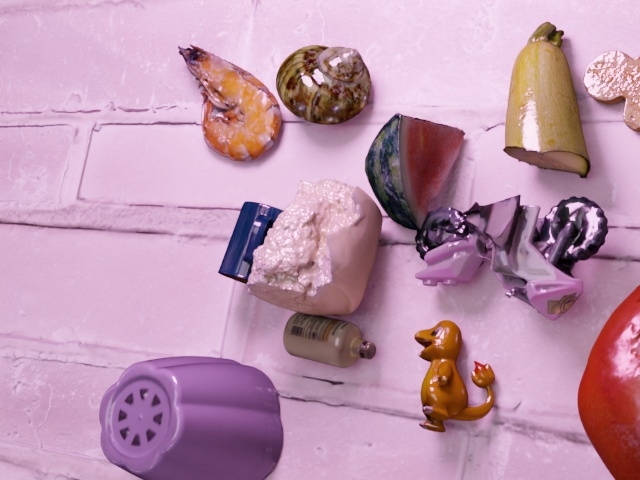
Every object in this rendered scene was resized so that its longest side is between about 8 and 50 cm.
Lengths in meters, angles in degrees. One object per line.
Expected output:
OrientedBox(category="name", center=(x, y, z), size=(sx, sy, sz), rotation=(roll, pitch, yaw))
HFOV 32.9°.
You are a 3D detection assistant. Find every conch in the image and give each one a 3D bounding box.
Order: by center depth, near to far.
OrientedBox(category="conch", center=(0.004, -0.293, 1.946), size=(0.182, 0.124, 0.187), rotation=(-21, 58, 21))

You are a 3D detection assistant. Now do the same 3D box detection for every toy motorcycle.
OrientedBox(category="toy motorcycle", center=(0.283, 0.031, 1.674), size=(0.327, 0.143, 0.188), rotation=(-4, 74, 38))

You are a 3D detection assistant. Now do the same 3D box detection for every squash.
OrientedBox(category="squash", center=(0.343, -0.232, 1.733), size=(0.137, 0.137, 0.287), rotation=(-17, 62, 26))

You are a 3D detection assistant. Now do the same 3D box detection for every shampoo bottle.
OrientedBox(category="shampoo bottle", center=(0.021, 0.171, 1.825), size=(0.162, 0.079, 0.079), rotation=(10, 81, 32))

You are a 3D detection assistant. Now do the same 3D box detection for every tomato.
OrientedBox(category="tomato", center=(0.506, 0.200, 1.416), size=(0.342, 0.272, 0.341), rotation=(-4, 55, 6))

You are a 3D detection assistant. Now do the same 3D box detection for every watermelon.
OrientedBox(category="watermelon", center=(0.138, -0.142, 1.787), size=(0.136, 0.207, 0.202), rotation=(14, 42, 25))

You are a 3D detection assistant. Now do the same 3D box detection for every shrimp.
OrientedBox(category="shrimp", center=(-0.192, -0.267, 2.094), size=(0.317, 0.062, 0.164), rotation=(43, 102, 30))

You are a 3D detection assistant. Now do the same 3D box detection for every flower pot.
OrientedBox(category="flower pot", center=(-0.236, 0.318, 1.843), size=(0.265, 0.243, 0.265), rotation=(-8, 74, 31))

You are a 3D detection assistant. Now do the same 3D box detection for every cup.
OrientedBox(category="cup", center=(-0.100, 0.010, 1.914), size=(0.150, 0.114, 0.138), rotation=(3, 73, 65))

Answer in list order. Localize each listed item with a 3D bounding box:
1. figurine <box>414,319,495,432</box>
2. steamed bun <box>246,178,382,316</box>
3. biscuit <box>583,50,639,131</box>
OrientedBox(category="figurine", center=(0.212, 0.208, 1.704), size=(0.122, 0.121, 0.176), rotation=(-2, 62, 2))
OrientedBox(category="steamed bun", center=(0.000, 0.000, 1.803), size=(0.200, 0.170, 0.225), rotation=(19, 67, -6))
OrientedBox(category="biscuit", center=(0.520, -0.239, 1.672), size=(0.234, 0.030, 0.153), rotation=(14, 85, 34))
